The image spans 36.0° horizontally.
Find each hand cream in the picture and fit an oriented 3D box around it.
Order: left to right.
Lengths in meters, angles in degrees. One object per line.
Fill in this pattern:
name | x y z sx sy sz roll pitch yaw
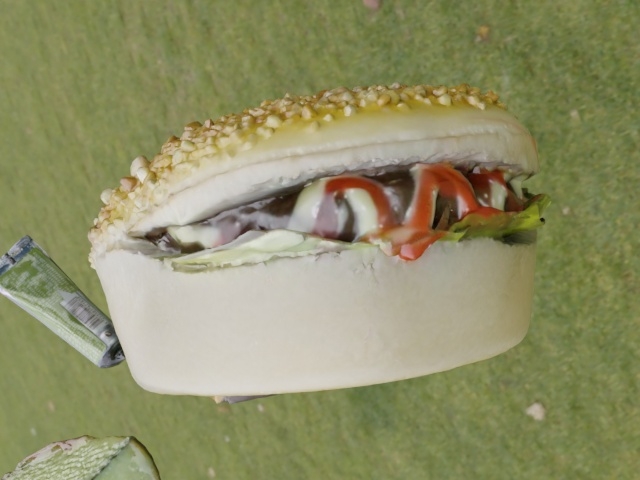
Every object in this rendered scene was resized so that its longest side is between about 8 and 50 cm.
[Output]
hand cream | -0.346 0.090 1.329 0.235 0.086 0.055 37 156 15

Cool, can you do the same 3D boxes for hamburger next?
hamburger | 0.000 0.000 0.631 0.302 0.302 0.170 -10 88 62

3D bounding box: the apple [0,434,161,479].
apple | -0.304 0.353 1.014 0.254 0.346 0.179 34 156 15
